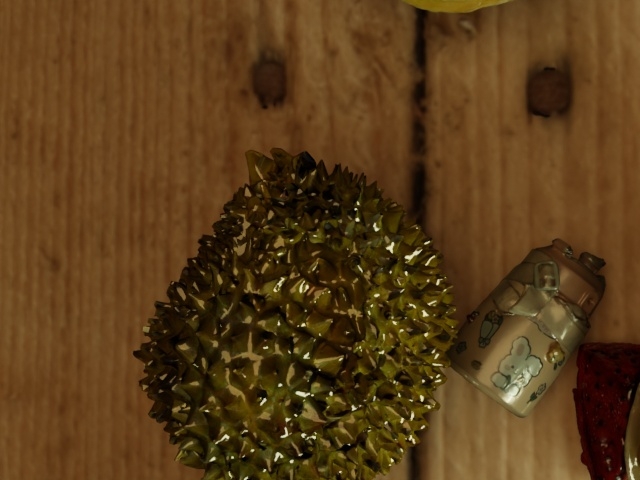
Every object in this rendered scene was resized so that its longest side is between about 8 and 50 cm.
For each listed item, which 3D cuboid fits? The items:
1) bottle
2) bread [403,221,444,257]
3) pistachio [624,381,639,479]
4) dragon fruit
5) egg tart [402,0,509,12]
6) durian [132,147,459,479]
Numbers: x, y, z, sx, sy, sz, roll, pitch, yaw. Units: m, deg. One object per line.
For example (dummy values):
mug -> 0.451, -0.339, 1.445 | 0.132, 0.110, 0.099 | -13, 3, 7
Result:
bottle -> 0.179, 0.065, 1.458 | 0.099, 0.099, 0.152 | 38, 92, 15
bread -> 0.000, 0.000, 1.523 | 0.192, 0.067, 0.119 | -22, 88, 12
pistachio -> 0.327, 0.121, 1.391 | 0.152, 0.126, 0.223 | 27, 87, -26
dragon fruit -> 0.234, 0.154, 1.450 | 0.063, 0.097, 0.131 | 12, 108, 18
egg tart -> 0.124, -0.334, 1.502 | 0.319, 0.128, 0.319 | -2, 81, 14
durian -> -0.013, 0.078, 1.386 | 0.258, 0.258, 0.293 | 30, 101, 16
